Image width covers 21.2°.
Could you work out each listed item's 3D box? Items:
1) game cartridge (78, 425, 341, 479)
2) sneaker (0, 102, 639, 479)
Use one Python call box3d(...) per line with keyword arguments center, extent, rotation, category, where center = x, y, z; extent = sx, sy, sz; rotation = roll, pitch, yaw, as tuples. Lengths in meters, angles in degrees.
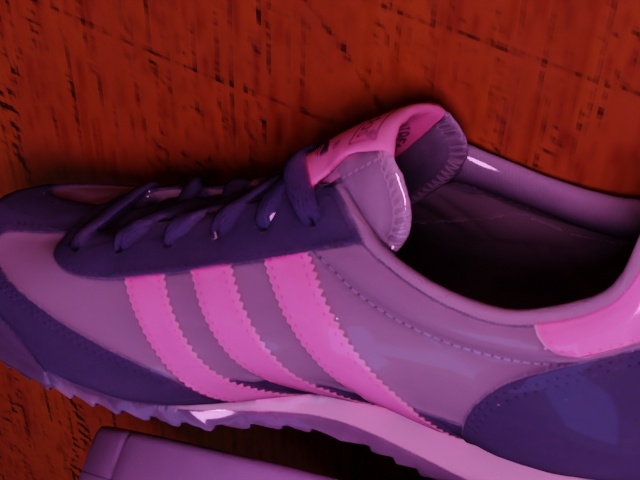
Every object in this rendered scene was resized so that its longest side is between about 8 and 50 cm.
box3d(center=(0.030, 0.130, 0.689), extent=(0.196, 0.060, 0.294), rotation=(26, 167, -33), category="game cartridge")
box3d(center=(0.000, 0.000, 0.605), extent=(0.319, 0.112, 0.131), rotation=(10, 128, 22), category="sneaker")
